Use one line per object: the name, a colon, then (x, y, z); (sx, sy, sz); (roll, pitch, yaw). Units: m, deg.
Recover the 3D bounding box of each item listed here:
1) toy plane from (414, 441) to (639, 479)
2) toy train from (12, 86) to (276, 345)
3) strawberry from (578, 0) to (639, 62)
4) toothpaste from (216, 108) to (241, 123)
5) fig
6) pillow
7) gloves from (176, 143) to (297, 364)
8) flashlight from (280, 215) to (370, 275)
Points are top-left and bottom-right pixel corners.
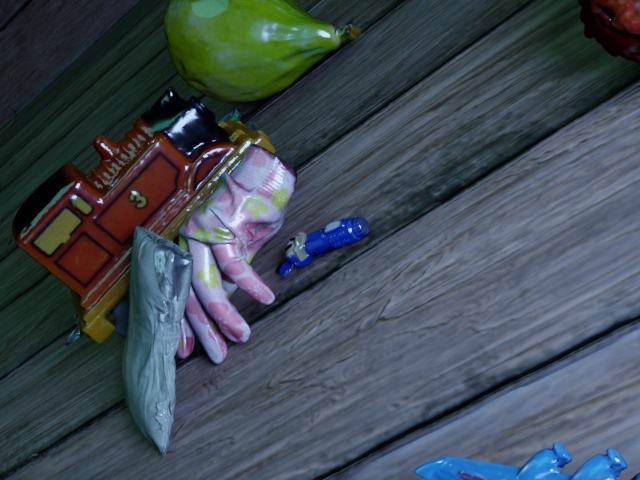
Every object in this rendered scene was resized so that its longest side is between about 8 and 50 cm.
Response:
toy plane: (0.138, 0.182, 0.394); (0.271, 0.105, 0.254); (-39, 31, 12)
toy train: (-0.223, -0.028, 0.989); (0.369, 0.231, 0.163); (-48, 29, -4)
strawberry: (0.327, -0.263, 0.591); (0.220, 0.274, 0.274); (20, 65, 19)
toothpaste: (-0.171, -0.192, 1.337); (0.083, 0.017, 0.020); (-34, 33, 22)
fig: (-0.114, -0.342, 1.231); (0.314, 0.233, 0.233); (-9, 47, 56)
pillow: (-0.187, 0.106, 0.864); (0.148, 0.050, 0.229); (-148, 63, -61)
gloves: (-0.111, 0.017, 0.883); (0.241, 0.126, 0.145); (-56, 29, -7)
flashlight: (0.000, 0.000, 0.863); (0.121, 0.035, 0.057); (-23, 37, 37)
